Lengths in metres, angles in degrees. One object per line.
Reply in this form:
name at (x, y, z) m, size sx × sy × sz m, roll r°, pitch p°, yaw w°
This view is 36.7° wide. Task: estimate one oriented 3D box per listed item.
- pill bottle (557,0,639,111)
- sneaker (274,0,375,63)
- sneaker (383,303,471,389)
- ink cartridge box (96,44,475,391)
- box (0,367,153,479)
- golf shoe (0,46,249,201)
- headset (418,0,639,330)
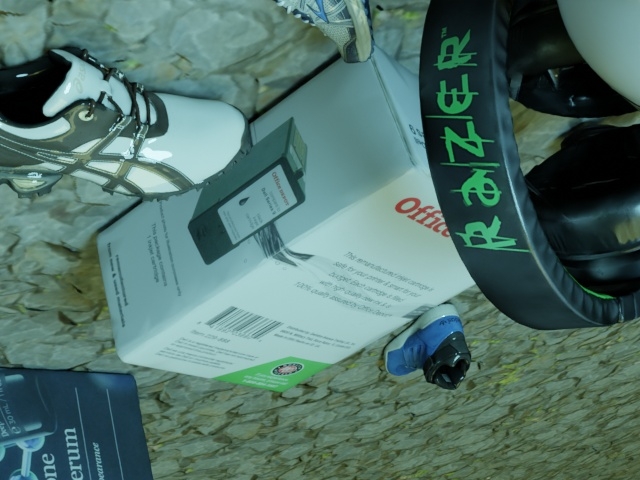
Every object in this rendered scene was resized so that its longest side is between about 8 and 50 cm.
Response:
pill bottle at (0.234, -0.115, 0.461) m, size 0.181 × 0.182 × 0.323 m, roll -34°, pitch 144°, yaw 28°
sneaker at (-0.003, -0.157, 0.586) m, size 0.058 × 0.052 × 0.135 m, roll -12°, pitch 145°, yaw 10°
sneaker at (0.127, 0.147, 1.146) m, size 0.058 × 0.085 × 0.152 m, roll 0°, pitch 147°, yaw -30°
ink cartridge box at (0.000, 0.000, 0.777) m, size 0.289 × 0.122 × 0.211 m, roll -32°, pitch 148°, yaw 25°
box at (-0.365, 0.290, 0.907) m, size 0.395 × 0.294 × 0.212 m, roll 10°, pitch 141°, yaw -41°
golf shoe at (-0.135, -0.076, 0.618) m, size 0.198 × 0.077 × 0.094 m, roll -7°, pitch 150°, yaw -21°
headset at (0.174, -0.074, 0.669) m, size 0.185 × 0.244 × 0.394 m, roll -9°, pitch -179°, yaw 41°
